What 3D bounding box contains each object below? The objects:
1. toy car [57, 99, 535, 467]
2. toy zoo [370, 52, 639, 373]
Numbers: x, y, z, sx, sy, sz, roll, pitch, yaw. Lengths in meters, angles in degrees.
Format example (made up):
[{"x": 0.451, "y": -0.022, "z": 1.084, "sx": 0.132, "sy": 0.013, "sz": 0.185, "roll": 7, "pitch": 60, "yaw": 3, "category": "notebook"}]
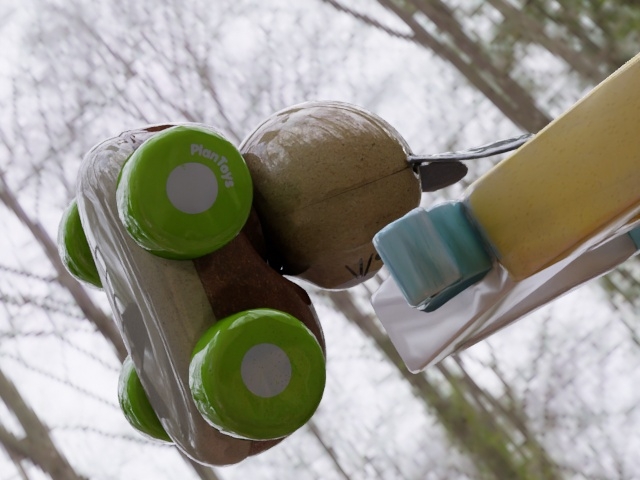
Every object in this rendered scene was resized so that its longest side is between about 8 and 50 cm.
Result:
[{"x": 0.000, "y": 0.000, "z": 0.774, "sx": 0.188, "sy": 0.149, "sz": 0.155, "roll": -22, "pitch": 1, "yaw": -20, "category": "toy car"}, {"x": 0.134, "y": -0.043, "z": 0.507, "sx": 0.293, "sy": 0.030, "sz": 0.192, "roll": -25, "pitch": -10, "yaw": -32, "category": "toy zoo"}]
